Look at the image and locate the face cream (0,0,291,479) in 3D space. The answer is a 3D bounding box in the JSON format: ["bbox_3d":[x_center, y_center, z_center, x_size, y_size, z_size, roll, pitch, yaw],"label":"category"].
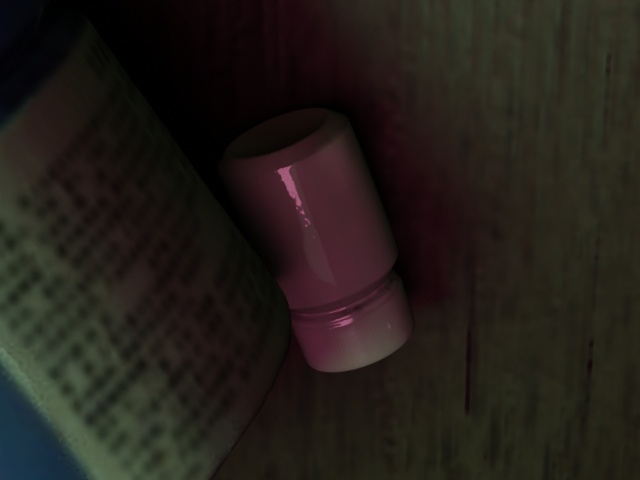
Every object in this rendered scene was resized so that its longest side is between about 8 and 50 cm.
[{"bbox_3d":[-0.162,0.017,0.575,0.249,0.249,0.225,-31,107,22],"label":"face cream"}]

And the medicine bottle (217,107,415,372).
[{"bbox_3d":[0.000,0.000,0.649,0.052,0.052,0.089,-15,112,17],"label":"medicine bottle"}]
